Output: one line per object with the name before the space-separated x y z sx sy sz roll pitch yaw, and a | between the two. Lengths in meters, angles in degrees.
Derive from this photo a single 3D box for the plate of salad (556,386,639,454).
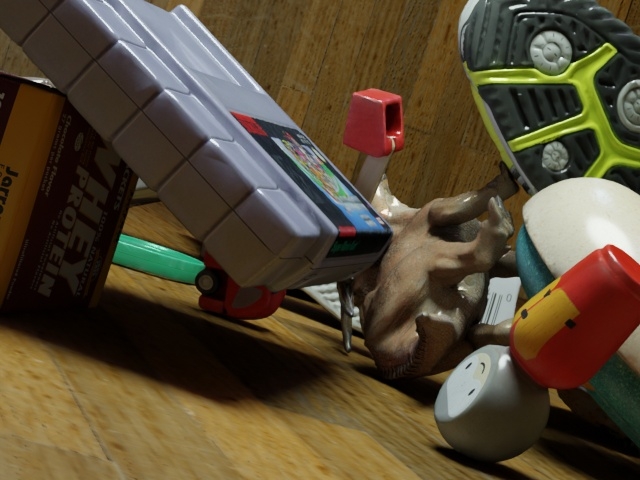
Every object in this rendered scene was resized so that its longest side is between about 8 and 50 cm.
plate of salad | 0.234 0.130 1.364 0.200 0.048 0.200 21 3 -1

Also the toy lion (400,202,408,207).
toy lion | 0.064 -0.021 1.873 0.100 0.034 0.096 15 -11 16

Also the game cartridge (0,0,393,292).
game cartridge | -0.061 -0.067 1.089 0.230 0.068 0.355 43 7 7

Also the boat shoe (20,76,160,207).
boat shoe | -0.225 -0.077 1.678 0.355 0.132 0.130 1 -16 -13

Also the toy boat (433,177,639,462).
toy boat | 0.185 0.074 1.090 0.267 0.148 0.318 51 19 23

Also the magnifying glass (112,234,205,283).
magnifying glass | -0.196 0.002 1.464 0.231 0.026 0.092 18 2 -42

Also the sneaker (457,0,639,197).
sneaker | 0.224 -0.040 1.314 0.384 0.145 0.147 48 -11 -20

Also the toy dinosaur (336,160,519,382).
toy dinosaur | 0.074 0.042 1.286 0.127 0.200 0.295 59 21 -17

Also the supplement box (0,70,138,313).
supplement box | -0.232 -0.047 1.041 0.194 0.129 0.191 18 3 11

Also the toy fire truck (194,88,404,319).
toy fire truck | -0.016 -0.026 1.295 0.135 0.192 0.047 13 14 18

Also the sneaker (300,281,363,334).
sneaker | 0.000 0.001 1.617 0.282 0.102 0.161 46 9 21

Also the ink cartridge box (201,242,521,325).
ink cartridge box | 0.014 0.027 1.900 0.308 0.091 0.385 17 -5 -13
